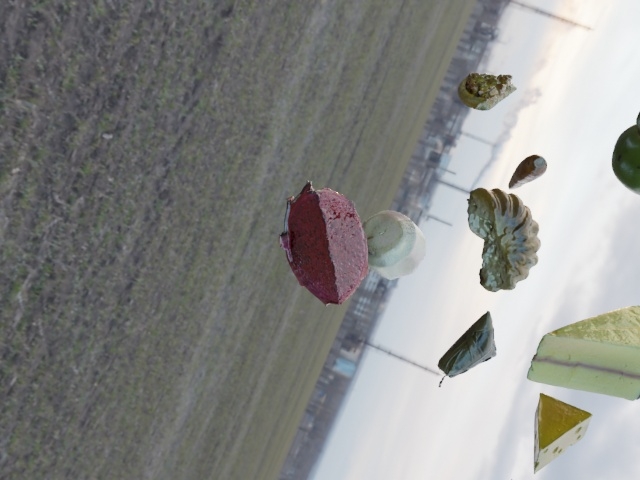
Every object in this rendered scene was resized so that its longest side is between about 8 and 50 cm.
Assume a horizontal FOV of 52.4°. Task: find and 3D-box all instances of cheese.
[{"bbox_3d":[0.543,0.465,1.532,0.171,0.126,0.093,-40,142,-42],"label":"cheese"}]

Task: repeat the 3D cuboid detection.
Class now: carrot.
[{"bbox_3d":[0.413,-0.131,1.332,0.216,0.048,0.048,84,29,-81],"label":"carrot"}]

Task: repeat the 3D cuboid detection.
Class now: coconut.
[{"bbox_3d":[0.178,0.019,1.625,0.170,0.171,0.183,-66,149,-15],"label":"coconut"}]

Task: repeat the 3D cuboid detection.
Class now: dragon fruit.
[{"bbox_3d":[0.004,-0.002,1.422,0.126,0.161,0.273,-20,101,-44],"label":"dragon fruit"}]

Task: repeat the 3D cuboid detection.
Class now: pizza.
[{"bbox_3d":[0.387,-0.359,1.520,0.175,0.134,0.046,-112,-175,-57],"label":"pizza"}]

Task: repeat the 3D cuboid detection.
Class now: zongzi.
[{"bbox_3d":[0.363,0.272,1.672,0.189,0.081,0.178,-27,136,-10],"label":"zongzi"}]

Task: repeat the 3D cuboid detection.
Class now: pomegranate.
[{"bbox_3d":[0.767,-0.210,1.489,0.202,0.202,0.247,-63,143,-33],"label":"pomegranate"}]

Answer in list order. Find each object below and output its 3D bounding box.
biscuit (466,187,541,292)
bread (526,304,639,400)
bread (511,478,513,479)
[{"bbox_3d":[0.314,-0.008,1.093,0.061,0.118,0.182,-137,-148,-85],"label":"biscuit"},{"bbox_3d":[0.606,0.232,1.471,0.163,0.264,0.167,-74,173,-54],"label":"bread"},{"bbox_3d":[0.296,0.509,1.236,0.240,0.135,0.178,-35,-161,52],"label":"bread"}]
